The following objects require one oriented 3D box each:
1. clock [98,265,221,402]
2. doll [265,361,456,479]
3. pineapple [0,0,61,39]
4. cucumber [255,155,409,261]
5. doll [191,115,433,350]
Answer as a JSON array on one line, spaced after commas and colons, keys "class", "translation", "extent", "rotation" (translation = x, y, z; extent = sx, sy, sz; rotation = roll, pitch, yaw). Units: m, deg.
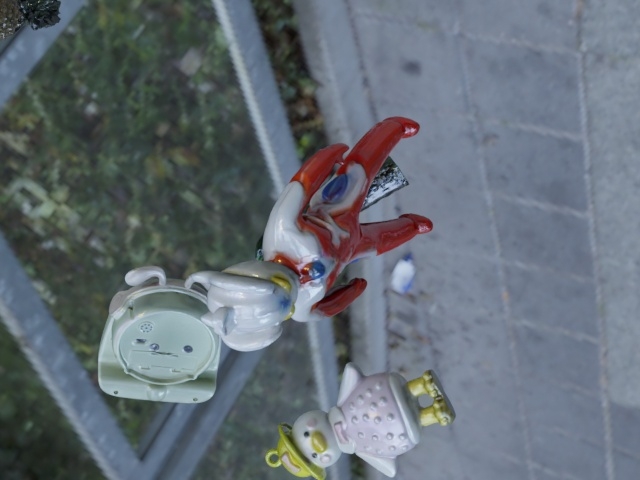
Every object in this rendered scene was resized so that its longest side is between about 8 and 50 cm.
[{"class": "clock", "translation": [-0.191, 0.114, 1.638], "extent": [0.151, 0.062, 0.191], "rotation": [7, 126, -12]}, {"class": "doll", "translation": [0.037, 0.196, 1.401], "extent": [0.081, 0.207, 0.129], "rotation": [-28, -84, -80]}, {"class": "pineapple", "translation": [-0.362, -0.269, 1.554], "extent": [0.074, 0.159, 0.074], "rotation": [7, 106, 24]}, {"class": "cucumber", "translation": [0.008, -0.035, 1.669], "extent": [0.058, 0.214, 0.052], "rotation": [55, 177, 46]}, {"class": "doll", "translation": [0.000, 0.000, 1.430], "extent": [0.099, 0.384, 0.188], "rotation": [8, 121, 36]}]
